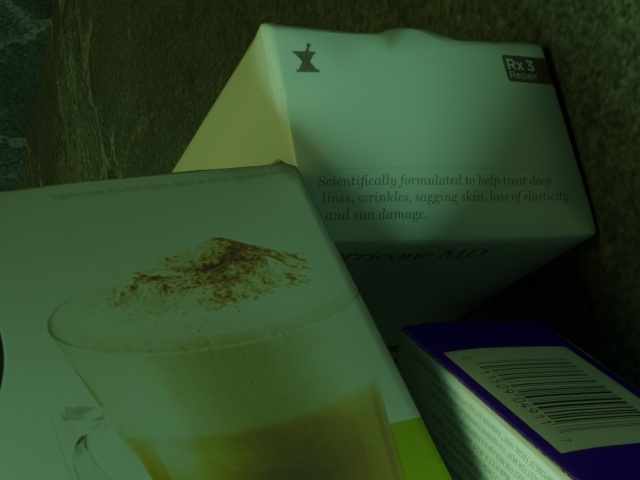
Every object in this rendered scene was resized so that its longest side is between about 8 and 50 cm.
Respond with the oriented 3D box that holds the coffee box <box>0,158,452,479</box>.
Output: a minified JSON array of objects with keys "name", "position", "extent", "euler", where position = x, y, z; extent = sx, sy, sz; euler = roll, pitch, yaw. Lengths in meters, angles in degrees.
[{"name":"coffee box","position":[-0.150,0.198,0.539],"extent":[0.334,0.338,0.338],"euler":[65,147,30]}]

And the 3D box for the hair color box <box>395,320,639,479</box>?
[{"name":"hair color box","position":[0.101,0.234,0.561],"extent":[0.185,0.110,0.338],"euler":[-139,55,-59]}]

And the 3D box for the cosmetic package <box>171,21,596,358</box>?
[{"name":"cosmetic package","position":[0.000,0.000,0.800],"extent":[0.385,0.217,0.156],"euler":[136,127,-60]}]
